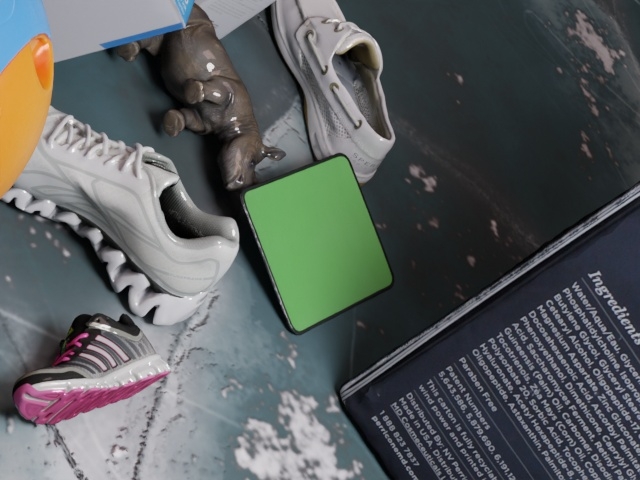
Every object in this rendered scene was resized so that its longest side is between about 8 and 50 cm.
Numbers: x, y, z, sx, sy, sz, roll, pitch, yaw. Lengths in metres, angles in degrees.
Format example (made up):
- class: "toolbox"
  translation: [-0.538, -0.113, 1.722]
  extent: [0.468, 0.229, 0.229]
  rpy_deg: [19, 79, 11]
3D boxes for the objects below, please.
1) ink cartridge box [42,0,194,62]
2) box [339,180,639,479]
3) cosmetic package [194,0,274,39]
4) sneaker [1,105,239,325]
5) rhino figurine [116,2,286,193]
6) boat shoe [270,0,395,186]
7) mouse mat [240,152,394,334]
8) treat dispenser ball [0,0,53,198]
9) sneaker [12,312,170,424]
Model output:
- class: "ink cartridge box"
  translation: [-0.210, -0.311, 1.596]
  extent: [0.233, 0.171, 0.168]
  rpy_deg: [-78, 148, -48]
- class: "box"
  translation: [0.361, 0.077, 1.646]
  extent: [0.297, 0.472, 0.480]
  rpy_deg: [54, 38, 5]
- class: "cosmetic package"
  translation: [-0.057, -0.321, 1.744]
  extent: [0.085, 0.231, 0.117]
  rpy_deg: [18, 46, -58]
- class: "sneaker"
  translation: [-0.195, -0.056, 1.491]
  extent: [0.292, 0.118, 0.110]
  rpy_deg: [40, 41, -11]
- class: "rhino figurine"
  translation: [-0.110, -0.139, 1.678]
  extent: [0.243, 0.073, 0.106]
  rpy_deg: [60, 30, 7]
- class: "boat shoe"
  translation: [0.025, -0.195, 1.840]
  extent: [0.098, 0.096, 0.277]
  rpy_deg: [7, 55, -41]
- class: "mouse mat"
  translation: [0.000, 0.000, 1.694]
  extent: [0.189, 0.007, 0.153]
  rpy_deg: [-24, 94, -53]
- class: "treat dispenser ball"
  translation: [-0.343, -0.131, 1.260]
  extent: [0.288, 0.288, 0.288]
  rpy_deg: [26, 44, -28]
- class: "sneaker"
  translation: [-0.199, 0.100, 1.400]
  extent: [0.170, 0.063, 0.075]
  rpy_deg: [-12, 69, -54]
